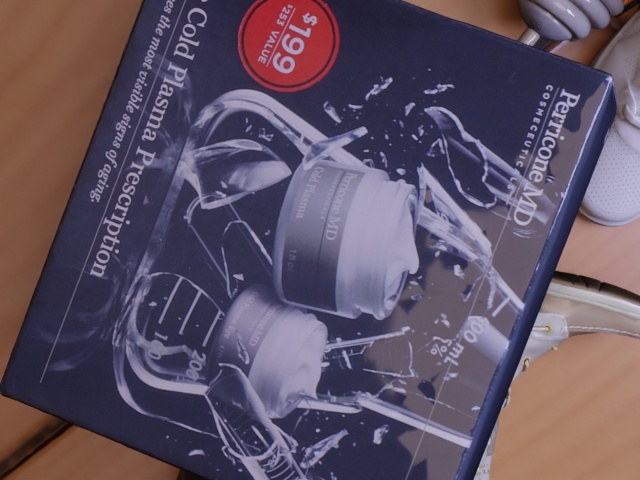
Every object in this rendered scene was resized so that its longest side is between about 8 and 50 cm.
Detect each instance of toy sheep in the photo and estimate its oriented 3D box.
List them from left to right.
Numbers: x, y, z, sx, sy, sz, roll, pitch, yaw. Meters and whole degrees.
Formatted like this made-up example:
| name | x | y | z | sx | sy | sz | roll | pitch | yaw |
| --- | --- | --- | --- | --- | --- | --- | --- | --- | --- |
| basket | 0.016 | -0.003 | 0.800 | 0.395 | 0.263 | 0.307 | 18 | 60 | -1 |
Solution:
| name | x | y | z | sx | sy | sz | roll | pitch | yaw |
| --- | --- | --- | --- | --- | --- | --- | --- | --- | --- |
| toy sheep | 0.187 | -0.189 | 1.295 | 0.091 | 0.091 | 0.132 | 33 | 90 | -7 |

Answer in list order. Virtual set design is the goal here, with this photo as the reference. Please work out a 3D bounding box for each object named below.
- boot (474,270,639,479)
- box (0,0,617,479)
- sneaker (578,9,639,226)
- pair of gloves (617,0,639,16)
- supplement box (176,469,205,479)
| name | x | y | z | sx | sy | sz | roll | pitch | yaw |
| --- | --- | --- | --- | --- | --- | --- | --- | --- | --- |
| boot | 0.141 | 0.102 | 1.323 | 0.213 | 0.077 | 0.165 | 8 | 93 | 2 |
| box | 0.000 | 0.000 | 1.215 | 0.312 | 0.179 | 0.343 | 21 | 93 | 10 |
| sneaker | 0.268 | -0.130 | 1.257 | 0.108 | 0.169 | 0.292 | 30 | 102 | -2 |
| pair of gloves | 0.259 | -0.177 | 1.344 | 0.074 | 0.010 | 0.083 | -31 | 97 | -2 |
| supplement box | -0.093 | 0.205 | 1.301 | 0.036 | 0.098 | 0.062 | 17 | 94 | -6 |
